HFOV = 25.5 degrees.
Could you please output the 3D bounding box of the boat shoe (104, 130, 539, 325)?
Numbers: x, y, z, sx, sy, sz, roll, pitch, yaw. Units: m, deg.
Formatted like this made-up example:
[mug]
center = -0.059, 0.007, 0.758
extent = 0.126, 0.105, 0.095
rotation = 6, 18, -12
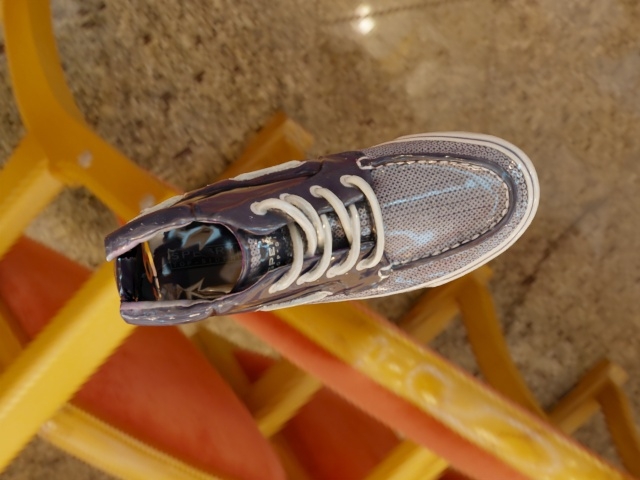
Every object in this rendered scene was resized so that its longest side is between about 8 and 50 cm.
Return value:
[boat shoe]
center = 0.000, 0.000, 1.068
extent = 0.340, 0.158, 0.127
rotation = -15, 95, 8
